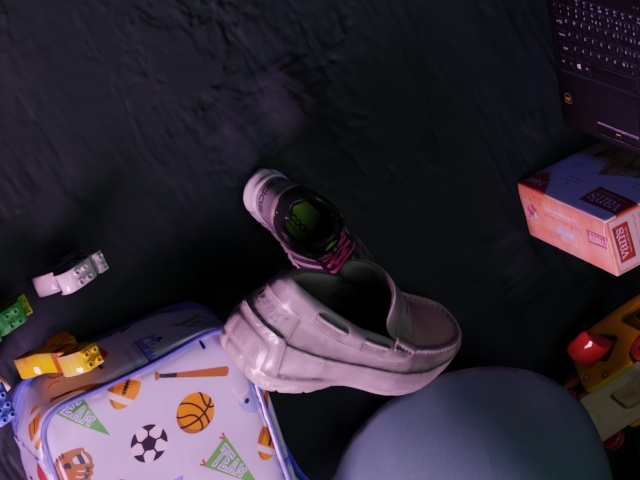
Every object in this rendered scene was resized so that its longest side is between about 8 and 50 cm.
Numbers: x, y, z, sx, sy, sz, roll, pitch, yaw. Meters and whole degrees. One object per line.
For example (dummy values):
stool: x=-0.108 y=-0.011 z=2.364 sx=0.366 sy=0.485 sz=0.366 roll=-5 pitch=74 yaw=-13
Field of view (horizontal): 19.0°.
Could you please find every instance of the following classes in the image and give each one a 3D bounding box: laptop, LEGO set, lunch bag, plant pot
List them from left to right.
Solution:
LEGO set: x=-0.246 y=0.092 z=1.625 sx=0.227 sy=0.093 sz=0.087 roll=-37 pitch=110 yaw=-37
lunch bag: x=-0.137 y=0.222 z=1.768 sx=0.243 sy=0.115 sz=0.303 roll=-26 pitch=116 yaw=-22
plant pot: x=0.170 y=0.296 z=1.859 sx=0.290 sy=0.195 sz=0.290 roll=-7 pitch=121 yaw=-12
laptop: x=0.225 y=-0.185 z=1.760 sx=0.136 sy=0.234 sz=0.264 roll=-20 pitch=115 yaw=-21

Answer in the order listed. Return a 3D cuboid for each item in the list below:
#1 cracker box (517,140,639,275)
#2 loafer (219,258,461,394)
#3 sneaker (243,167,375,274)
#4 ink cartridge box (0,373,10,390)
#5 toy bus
cracker box: x=0.336 y=-0.060 z=1.906 sx=0.232 sy=0.155 sz=0.067 roll=-27 pitch=117 yaw=-19
loafer: x=0.041 y=0.076 z=1.760 sx=0.319 sy=0.112 sz=0.111 roll=0 pitch=131 yaw=-56
sneaker: x=0.000 y=0.000 z=1.789 sx=0.063 sy=0.075 sz=0.170 roll=-50 pitch=124 yaw=-7
ink cartridge box: x=-0.351 y=0.122 z=1.650 sx=0.135 sy=0.056 sz=0.099 roll=39 pitch=85 yaw=-31
toy bus: x=0.305 y=0.134 z=1.981 sx=0.202 sy=0.104 sz=0.191 roll=-2 pitch=132 yaw=-10
